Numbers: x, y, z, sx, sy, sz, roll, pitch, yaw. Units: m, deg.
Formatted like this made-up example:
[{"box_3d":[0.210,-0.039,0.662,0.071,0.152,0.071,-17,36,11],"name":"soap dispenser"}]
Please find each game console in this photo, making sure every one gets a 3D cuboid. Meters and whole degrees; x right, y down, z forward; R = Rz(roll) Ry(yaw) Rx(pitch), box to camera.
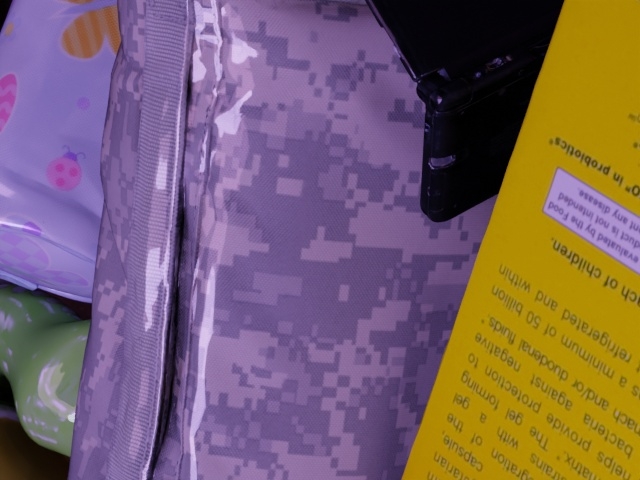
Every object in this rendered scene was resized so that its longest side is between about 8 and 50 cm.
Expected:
[{"box_3d":[0.073,-0.085,0.778,0.071,0.122,0.107,44,150,34],"name":"game console"}]

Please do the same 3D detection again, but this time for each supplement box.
[{"box_3d":[0.181,0.074,0.768,0.195,0.194,0.356,37,117,45],"name":"supplement box"}]

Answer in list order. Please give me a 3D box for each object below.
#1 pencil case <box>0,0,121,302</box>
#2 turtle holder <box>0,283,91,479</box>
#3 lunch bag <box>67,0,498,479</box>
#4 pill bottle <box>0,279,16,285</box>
[{"box_3d":[-0.108,-0.103,0.984,0.113,0.124,0.273,18,77,-2],"name":"pencil case"},{"box_3d":[-0.208,0.182,1.043,0.320,0.243,0.227,-35,47,-7],"name":"turtle holder"},{"box_3d":[0.000,0.000,0.883,0.212,0.256,0.305,15,105,36],"name":"lunch bag"},{"box_3d":[-0.214,-0.033,1.061,0.131,0.229,0.131,5,98,37],"name":"pill bottle"}]
